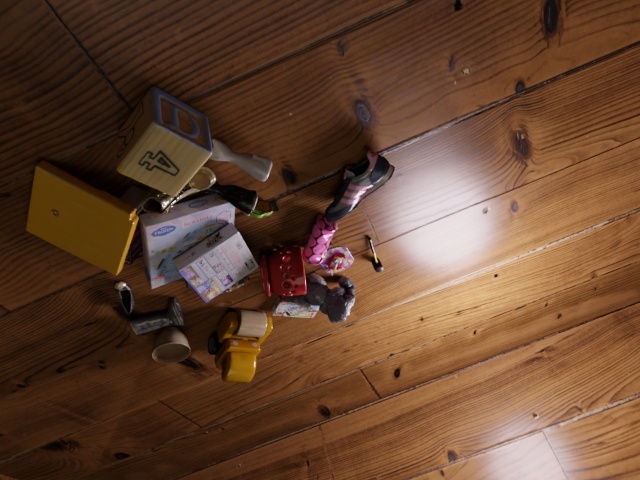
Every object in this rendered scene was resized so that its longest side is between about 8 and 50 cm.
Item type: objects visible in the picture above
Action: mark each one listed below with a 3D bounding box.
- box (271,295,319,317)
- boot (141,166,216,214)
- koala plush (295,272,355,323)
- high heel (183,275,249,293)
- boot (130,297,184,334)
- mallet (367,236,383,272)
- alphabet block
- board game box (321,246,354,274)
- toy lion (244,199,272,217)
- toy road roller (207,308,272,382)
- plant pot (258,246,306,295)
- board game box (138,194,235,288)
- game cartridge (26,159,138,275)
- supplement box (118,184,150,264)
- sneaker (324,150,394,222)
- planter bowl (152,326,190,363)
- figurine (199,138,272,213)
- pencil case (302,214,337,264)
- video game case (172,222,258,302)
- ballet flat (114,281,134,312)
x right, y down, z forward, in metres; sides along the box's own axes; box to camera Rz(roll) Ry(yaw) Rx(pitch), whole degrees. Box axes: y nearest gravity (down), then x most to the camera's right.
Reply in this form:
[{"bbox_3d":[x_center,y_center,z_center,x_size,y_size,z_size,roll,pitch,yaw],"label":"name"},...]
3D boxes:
[{"bbox_3d":[-0.107,0.300,2.446,0.206,0.036,0.114,7,134,-27],"label":"box"},{"bbox_3d":[-0.439,-0.152,1.666,0.213,0.165,0.077,-10,117,32],"label":"boot"},{"bbox_3d":[0.018,0.241,2.328,0.221,0.203,0.196,29,110,-15],"label":"koala plush"},{"bbox_3d":[-0.410,0.126,2.089,0.261,0.093,0.186,-2,145,-4],"label":"high heel"},{"bbox_3d":[-0.683,0.316,2.240,0.208,0.076,0.190,-5,137,-5],"label":"boot"},{"bbox_3d":[0.226,0.051,2.294,0.039,0.062,0.190,-20,125,1],"label":"mallet"},{"bbox_3d":[-0.449,-0.281,1.545,0.193,0.192,0.197,26,124,-38],"label":"alphabet block"},{"bbox_3d":[0.071,0.095,2.282,0.133,0.033,0.169,-24,140,8],"label":"board game box"},{"bbox_3d":[-0.214,-0.113,1.895,0.096,0.100,0.034,23,126,-15],"label":"toy lion"},{"bbox_3d":[-0.354,0.484,2.406,0.202,0.241,0.329,11,132,-31],"label":"toy road roller"},{"bbox_3d":[-0.150,0.129,2.121,0.174,0.191,0.191,-7,139,-7],"label":"plant pot"},{"bbox_3d":[-0.457,-0.002,1.878,0.318,0.066,0.318,-20,144,-29],"label":"board game box"},{"bbox_3d":[-0.744,-0.062,1.681,0.323,0.053,0.285,28,128,-7],"label":"game cartridge"},{"bbox_3d":[-0.624,-0.048,1.781,0.073,0.130,0.239,21,134,4],"label":"supplement box"},{"bbox_3d":[0.107,-0.197,1.926,0.131,0.112,0.319,38,114,-26],"label":"sneaker"},{"bbox_3d":[-0.655,0.449,2.359,0.162,0.109,0.162,-10,140,-9],"label":"planter bowl"},{"bbox_3d":[-0.286,-0.212,1.740,0.209,0.092,0.215,19,121,-16],"label":"figurine"},{"bbox_3d":[0.000,0.000,2.105,0.098,0.095,0.209,20,132,-2],"label":"pencil case"},{"bbox_3d":[-0.372,0.085,1.956,0.244,0.061,0.269,-35,149,-10],"label":"video game case"},{"bbox_3d":[-0.760,0.219,2.105,0.057,0.049,0.173,-12,140,-8],"label":"ballet flat"}]
